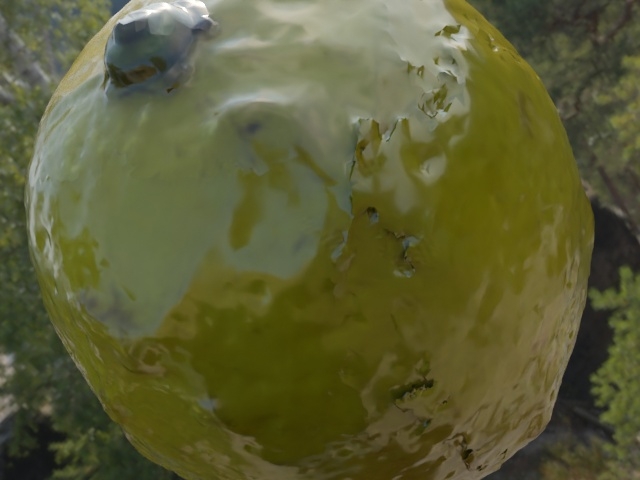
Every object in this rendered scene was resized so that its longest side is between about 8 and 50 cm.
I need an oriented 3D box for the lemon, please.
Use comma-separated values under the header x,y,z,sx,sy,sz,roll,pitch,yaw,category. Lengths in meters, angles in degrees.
x,y,z,sx,sy,sz,roll,pitch,yaw,category
0.001,0.001,0.472,0.260,0.284,0.260,-24,24,11,lemon
